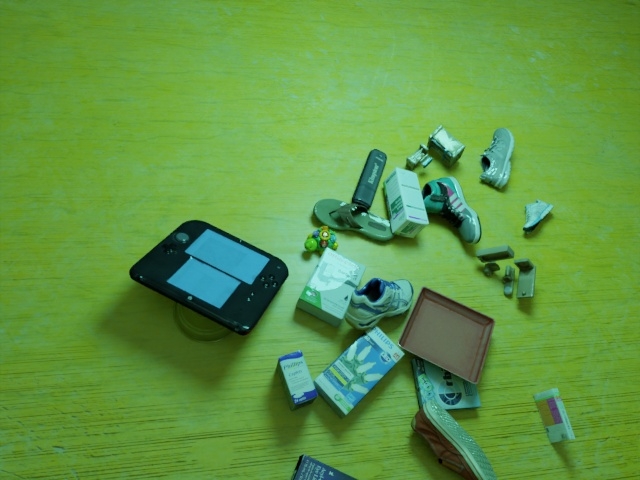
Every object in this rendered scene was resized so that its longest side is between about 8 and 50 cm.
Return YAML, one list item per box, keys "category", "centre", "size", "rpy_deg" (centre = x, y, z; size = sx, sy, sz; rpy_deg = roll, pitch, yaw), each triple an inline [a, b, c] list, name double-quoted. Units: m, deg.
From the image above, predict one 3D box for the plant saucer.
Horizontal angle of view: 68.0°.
- category: "plant saucer"
  centre: [0.397, 0.300, 1.504]
  size: [0.259, 0.047, 0.258]
  rpy_deg: [26, 51, 11]

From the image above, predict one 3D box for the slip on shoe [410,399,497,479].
- category: "slip on shoe"
  centre: [0.387, 0.607, 1.345]
  size: [0.101, 0.123, 0.331]
  rpy_deg: [-44, 84, 18]

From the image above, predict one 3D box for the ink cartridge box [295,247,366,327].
- category: "ink cartridge box"
  centre: [0.036, 0.148, 1.528]
  size: [0.153, 0.087, 0.208]
  rpy_deg: [26, 60, 3]

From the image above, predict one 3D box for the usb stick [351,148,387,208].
- category: "usb stick"
  centre: [0.186, -0.232, 1.778]
  size: [0.077, 0.045, 0.278]
  rpy_deg: [22, 58, -1]

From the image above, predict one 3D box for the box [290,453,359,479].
- category: "box"
  centre: [0.014, 0.675, 1.231]
  size: [0.207, 0.108, 0.153]
  rpy_deg: [23, 60, 3]

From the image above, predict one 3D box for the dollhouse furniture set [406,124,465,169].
- category: "dollhouse furniture set"
  centre: [0.444, -0.323, 1.850]
  size: [0.184, 0.129, 0.129]
  rpy_deg: [-45, 76, -2]

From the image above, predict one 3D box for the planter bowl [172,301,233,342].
- category: "planter bowl"
  centre: [-0.340, 0.193, 1.436]
  size: [0.217, 0.090, 0.217]
  rpy_deg: [4, 62, -7]

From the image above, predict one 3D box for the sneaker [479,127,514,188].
- category: "sneaker"
  centre: [0.699, -0.347, 1.901]
  size: [0.115, 0.105, 0.281]
  rpy_deg: [16, 61, -2]

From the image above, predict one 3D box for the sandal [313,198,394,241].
- category: "sandal"
  centre: [0.125, -0.087, 1.670]
  size: [0.303, 0.086, 0.120]
  rpy_deg: [15, 60, -2]

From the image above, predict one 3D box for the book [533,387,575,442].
- category: "book"
  centre: [0.708, 0.531, 1.437]
  size: [0.035, 0.096, 0.144]
  rpy_deg: [-2, 63, -12]

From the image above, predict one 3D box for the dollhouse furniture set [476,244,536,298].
- category: "dollhouse furniture set"
  centre: [0.629, 0.112, 1.621]
  size: [0.151, 0.144, 0.123]
  rpy_deg: [38, 56, -31]

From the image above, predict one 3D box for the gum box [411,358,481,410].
- category: "gum box"
  centre: [0.384, 0.440, 1.460]
  size: [0.184, 0.041, 0.157]
  rpy_deg: [0, 62, -10]

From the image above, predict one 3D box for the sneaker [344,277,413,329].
- category: "sneaker"
  centre: [0.202, 0.170, 1.483]
  size: [0.112, 0.131, 0.296]
  rpy_deg: [29, 36, 34]

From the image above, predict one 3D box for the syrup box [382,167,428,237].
- category: "syrup box"
  centre: [0.302, -0.136, 1.700]
  size: [0.096, 0.093, 0.236]
  rpy_deg: [12, 53, -23]

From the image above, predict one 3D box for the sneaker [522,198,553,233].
- category: "sneaker"
  centre: [0.809, -0.096, 1.815]
  size: [0.083, 0.071, 0.191]
  rpy_deg: [40, 54, 19]

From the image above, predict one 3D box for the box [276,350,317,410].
- category: "box"
  centre: [-0.069, 0.400, 1.352]
  size: [0.072, 0.126, 0.137]
  rpy_deg: [-16, 67, -16]

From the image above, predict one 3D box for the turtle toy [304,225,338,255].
- category: "turtle toy"
  centre: [0.000, 0.000, 1.613]
  size: [0.130, 0.066, 0.095]
  rpy_deg: [-31, 71, -23]

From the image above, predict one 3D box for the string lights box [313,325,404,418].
- category: "string lights box"
  centre: [0.112, 0.387, 1.419]
  size: [0.260, 0.076, 0.133]
  rpy_deg: [-39, 73, -26]

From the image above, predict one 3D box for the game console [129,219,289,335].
- category: "game console"
  centre: [-0.313, 0.092, 1.431]
  size: [0.387, 0.060, 0.342]
  rpy_deg: [26, 31, 5]

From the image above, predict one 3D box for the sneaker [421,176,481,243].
- category: "sneaker"
  centre: [0.449, -0.109, 1.716]
  size: [0.178, 0.123, 0.295]
  rpy_deg: [-6, 55, -18]
